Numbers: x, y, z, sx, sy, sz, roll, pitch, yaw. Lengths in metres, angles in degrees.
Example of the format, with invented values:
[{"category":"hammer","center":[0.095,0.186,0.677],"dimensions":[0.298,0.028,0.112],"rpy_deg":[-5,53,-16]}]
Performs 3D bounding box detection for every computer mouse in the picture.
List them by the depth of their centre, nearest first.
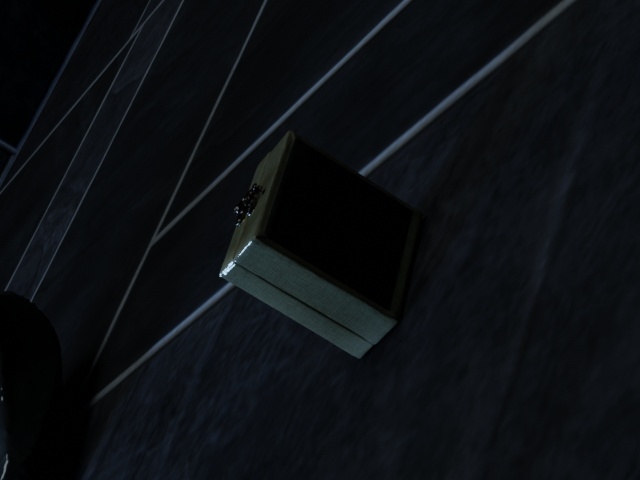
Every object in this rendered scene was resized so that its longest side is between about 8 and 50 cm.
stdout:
[{"category":"computer mouse","center":[-0.234,0.152,1.388],"dimensions":[0.168,0.087,0.295],"rpy_deg":[-56,26,20]}]

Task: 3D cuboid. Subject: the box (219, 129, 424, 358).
[{"category":"box","center":[0.000,0.000,0.899],"dimensions":[0.035,0.083,0.079],"rpy_deg":[-46,19,40]}]
